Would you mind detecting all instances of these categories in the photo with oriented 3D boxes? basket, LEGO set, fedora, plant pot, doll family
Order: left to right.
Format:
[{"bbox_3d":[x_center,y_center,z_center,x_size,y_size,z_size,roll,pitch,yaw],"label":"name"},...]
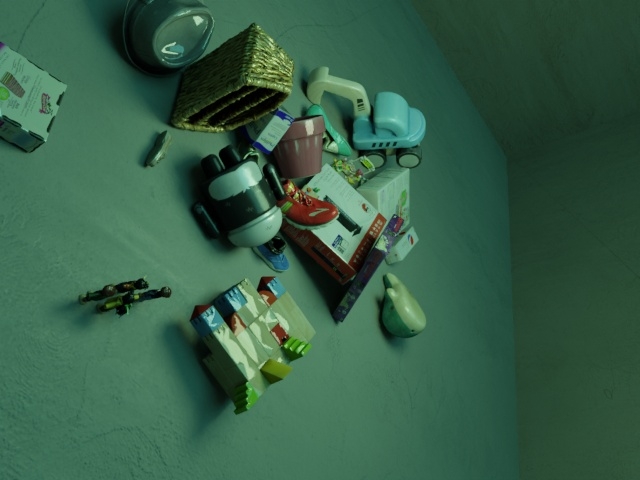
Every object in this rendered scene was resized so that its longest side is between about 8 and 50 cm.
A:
[{"bbox_3d":[-0.407,0.116,1.178,0.193,0.111,0.076,-24,95,-56],"label":"doll family"},{"bbox_3d":[-0.368,-0.543,1.418,0.275,0.124,0.244,-41,141,-26],"label":"fedora"},{"bbox_3d":[-0.224,-0.389,1.500,0.213,0.299,0.223,37,45,-42],"label":"basket"},{"bbox_3d":[-0.074,-0.300,1.779,0.201,0.201,0.181,-33,119,-55],"label":"plant pot"},{"bbox_3d":[0.116,-0.265,2.082,0.287,0.107,0.132,15,63,-51],"label":"LEGO set"}]

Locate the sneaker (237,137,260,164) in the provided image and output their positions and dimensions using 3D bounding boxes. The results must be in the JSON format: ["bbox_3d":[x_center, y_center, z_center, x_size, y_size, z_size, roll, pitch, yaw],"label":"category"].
[{"bbox_3d":[-0.209,-0.243,1.638,0.064,0.086,0.192,44,42,-33],"label":"sneaker"}]

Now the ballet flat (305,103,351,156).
[{"bbox_3d":[0.020,-0.386,2.045,0.087,0.083,0.247,-52,120,-23],"label":"ballet flat"}]

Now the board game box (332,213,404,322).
[{"bbox_3d":[0.154,0.093,1.797,0.056,0.347,0.208,34,41,7],"label":"board game box"}]

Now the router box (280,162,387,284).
[{"bbox_3d":[0.044,-0.063,1.830,0.301,0.082,0.335,42,40,-6],"label":"router box"}]

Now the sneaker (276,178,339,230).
[{"bbox_3d":[-0.081,-0.117,1.601,0.118,0.278,0.107,92,20,-47],"label":"sneaker"}]

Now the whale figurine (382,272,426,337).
[{"bbox_3d":[0.292,0.252,2.102,0.216,0.141,0.272,39,22,-39],"label":"whale figurine"}]

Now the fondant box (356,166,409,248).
[{"bbox_3d":[0.251,-0.130,2.151,0.330,0.096,0.239,-36,128,-53],"label":"fondant box"}]

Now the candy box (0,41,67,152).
[{"bbox_3d":[-0.640,-0.303,1.081,0.233,0.071,0.159,34,49,-41],"label":"candy box"}]

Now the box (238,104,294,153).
[{"bbox_3d":[-0.167,-0.355,1.652,0.072,0.137,0.126,20,25,-47],"label":"box"}]

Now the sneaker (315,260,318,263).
[{"bbox_3d":[0.000,0.000,1.856,0.071,0.066,0.188,38,40,-14],"label":"sneaker"}]

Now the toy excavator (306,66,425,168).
[{"bbox_3d":[0.192,-0.503,2.164,0.445,0.432,0.223,72,21,-56],"label":"toy excavator"}]

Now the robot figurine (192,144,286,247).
[{"bbox_3d":[-0.219,-0.115,1.498,0.278,0.209,0.174,62,19,-12],"label":"robot figurine"}]

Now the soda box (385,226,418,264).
[{"bbox_3d":[0.331,0.018,2.281,0.216,0.073,0.069,-41,109,-53],"label":"soda box"}]

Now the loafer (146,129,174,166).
[{"bbox_3d":[-0.403,-0.228,1.403,0.039,0.045,0.125,50,37,-38],"label":"loafer"}]

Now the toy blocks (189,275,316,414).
[{"bbox_3d":[-0.181,0.223,1.417,0.261,0.190,0.381,55,37,-4],"label":"toy blocks"}]

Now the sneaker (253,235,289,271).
[{"bbox_3d":[-0.124,0.038,1.631,0.152,0.084,0.058,45,43,-34],"label":"sneaker"}]

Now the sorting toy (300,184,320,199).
[{"bbox_3d":[-0.029,-0.154,1.763,0.062,0.012,0.083,40,41,-8],"label":"sorting toy"}]
